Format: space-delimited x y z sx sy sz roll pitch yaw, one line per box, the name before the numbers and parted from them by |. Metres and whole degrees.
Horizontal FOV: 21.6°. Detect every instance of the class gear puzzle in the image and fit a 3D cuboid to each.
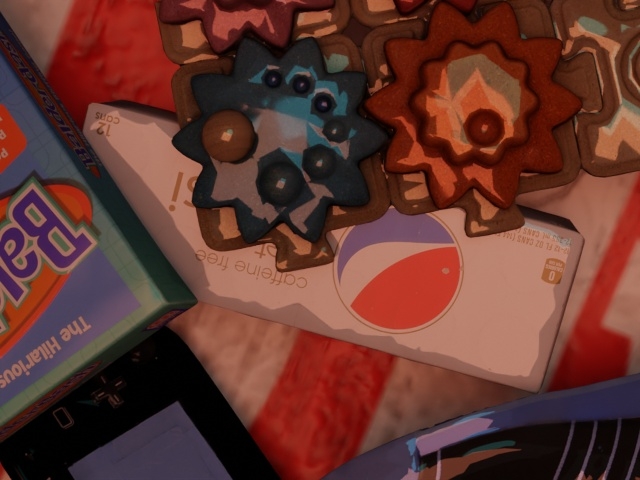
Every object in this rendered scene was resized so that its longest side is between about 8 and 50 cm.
gear puzzle | 0.100 -0.098 0.669 0.339 0.044 0.175 -11 87 1

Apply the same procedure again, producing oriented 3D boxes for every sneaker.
sneaker | 0.114 0.111 0.707 0.232 0.081 0.090 -13 73 -5

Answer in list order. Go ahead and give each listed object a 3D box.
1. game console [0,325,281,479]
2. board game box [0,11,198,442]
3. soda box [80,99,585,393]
game console | -0.021 0.200 0.706 0.361 0.213 0.044 54 136 9
board game box | -0.175 -0.015 0.690 0.160 0.047 0.210 -36 82 8
soda box | 0.000 0.000 0.731 0.216 0.069 0.073 15 97 3
